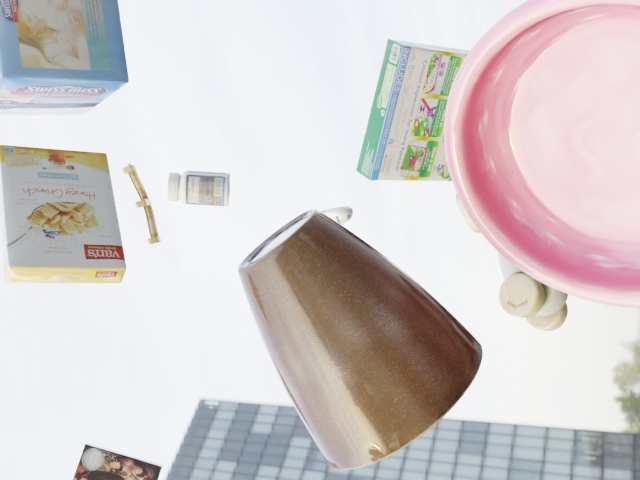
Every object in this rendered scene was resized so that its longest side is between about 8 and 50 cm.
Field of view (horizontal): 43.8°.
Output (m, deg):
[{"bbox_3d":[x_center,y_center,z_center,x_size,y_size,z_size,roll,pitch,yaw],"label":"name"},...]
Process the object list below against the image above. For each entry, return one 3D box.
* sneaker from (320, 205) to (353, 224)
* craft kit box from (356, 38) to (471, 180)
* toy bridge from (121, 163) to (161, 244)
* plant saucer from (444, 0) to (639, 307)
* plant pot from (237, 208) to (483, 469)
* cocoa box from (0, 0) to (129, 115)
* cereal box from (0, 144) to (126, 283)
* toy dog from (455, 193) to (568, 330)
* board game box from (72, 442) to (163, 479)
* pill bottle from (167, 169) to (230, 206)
[{"bbox_3d":[0.000,0.000,1.950,0.091,0.240,0.126,-12,-97,-47],"label":"sneaker"},{"bbox_3d":[0.203,-0.232,1.468,0.246,0.061,0.250,0,-65,-31],"label":"craft kit box"},{"bbox_3d":[-0.397,-0.083,1.784,0.063,0.026,0.188,-84,-25,-86],"label":"toy bridge"},{"bbox_3d":[0.286,-0.091,0.763,0.084,0.332,0.332,-46,-49,-44],"label":"plant saucer"},{"bbox_3d":[0.021,0.087,0.868,0.230,0.215,0.215,52,-145,-9],"label":"plant pot"},{"bbox_3d":[-0.508,-0.417,1.414,0.231,0.228,0.347,-6,-94,-38],"label":"cocoa box"},{"bbox_3d":[-0.405,-0.042,1.235,0.173,0.047,0.240,1,-129,-30],"label":"cereal box"},{"bbox_3d":[0.416,0.010,1.545,0.220,0.161,0.334,-12,-102,-61],"label":"toy dog"},{"bbox_3d":[-0.436,0.553,1.611,0.042,0.165,0.243,125,162,-76],"label":"board game box"},{"bbox_3d":[-0.273,-0.118,1.795,0.078,0.137,0.078,-177,90,-86],"label":"pill bottle"}]
